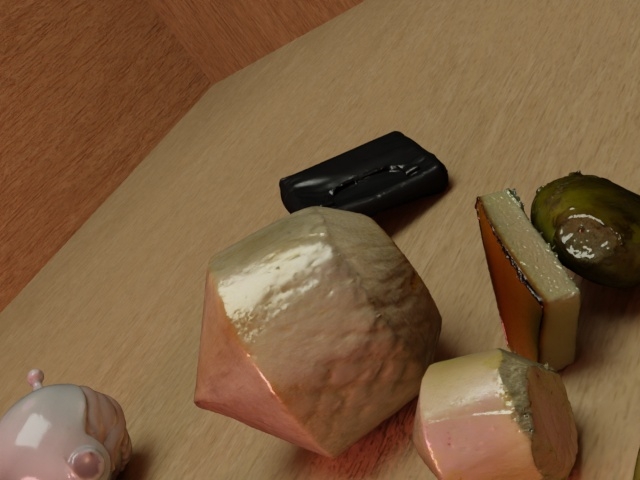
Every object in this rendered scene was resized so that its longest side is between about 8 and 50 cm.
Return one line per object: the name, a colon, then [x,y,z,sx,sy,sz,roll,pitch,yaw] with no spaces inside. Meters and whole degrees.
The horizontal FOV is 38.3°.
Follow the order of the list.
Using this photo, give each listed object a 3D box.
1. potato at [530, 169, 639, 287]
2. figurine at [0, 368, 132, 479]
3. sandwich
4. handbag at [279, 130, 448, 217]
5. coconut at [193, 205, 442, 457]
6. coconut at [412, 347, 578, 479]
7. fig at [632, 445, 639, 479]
potato: [0.322,-0.015,1.073,0.251,0.149,0.113,-73,3,-80]
figurine: [-0.419,0.370,1.394,0.253,0.211,0.361,-26,25,30]
sandwich: [0.233,0.059,1.062,0.058,0.163,0.193,-14,42,-5]
handbag: [0.073,-0.095,1.659,0.275,0.088,0.244,-21,24,-8]
coconut: [-0.024,0.117,1.157,0.328,0.329,0.329,-33,21,14]
coconut: [0.163,0.185,0.912,0.152,0.147,0.147,-23,25,33]
fig: [0.294,0.183,0.574,0.314,0.233,0.233,-40,19,-29]
